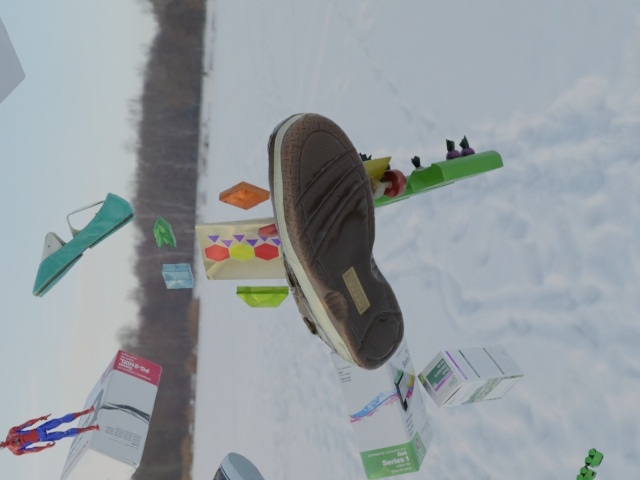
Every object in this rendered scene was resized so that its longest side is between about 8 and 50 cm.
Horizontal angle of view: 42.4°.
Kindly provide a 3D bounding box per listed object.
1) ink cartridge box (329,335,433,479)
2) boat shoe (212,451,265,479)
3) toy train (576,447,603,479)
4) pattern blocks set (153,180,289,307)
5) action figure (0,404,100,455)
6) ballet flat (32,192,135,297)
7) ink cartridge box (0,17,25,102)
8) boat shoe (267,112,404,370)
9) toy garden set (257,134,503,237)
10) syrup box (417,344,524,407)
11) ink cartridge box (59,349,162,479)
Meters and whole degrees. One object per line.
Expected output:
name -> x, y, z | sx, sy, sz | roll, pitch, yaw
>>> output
ink cartridge box -> 0.134, 0.326, 1.732 | 0.201, 0.117, 0.278 | -25, -81, -71
boat shoe -> -0.086, 0.350, 1.015 | 0.083, 0.065, 0.183 | -58, 39, 8
toy train -> 0.385, 0.341, 1.193 | 0.083, 0.023, 0.017 | -58, -26, -16
pattern blocks set -> -0.098, 0.012, 1.303 | 0.285, 0.324, 0.026 | 99, 174, -48
action figure -> -0.312, 0.217, 0.935 | 0.030, 0.115, 0.038 | 151, 104, -68
ballet flat -> -0.468, -0.002, 1.565 | 0.087, 0.247, 0.083 | 49, 165, -9
ink cartridge box -> -0.483, -0.190, 0.824 | 0.198, 0.270, 0.197 | -90, -15, -61
boat shoe -> -0.006, 0.004, 0.732 | 0.095, 0.095, 0.257 | 21, 136, 46
toy garden set -> 0.037, -0.056, 0.885 | 0.244, 0.203, 0.049 | -17, 89, 46
syrup box -> 0.336, 0.299, 1.831 | 0.093, 0.236, 0.096 | -55, 51, 29
ink cartridge box -> -0.397, 0.357, 1.561 | 0.172, 0.100, 0.237 | -51, 21, 33
